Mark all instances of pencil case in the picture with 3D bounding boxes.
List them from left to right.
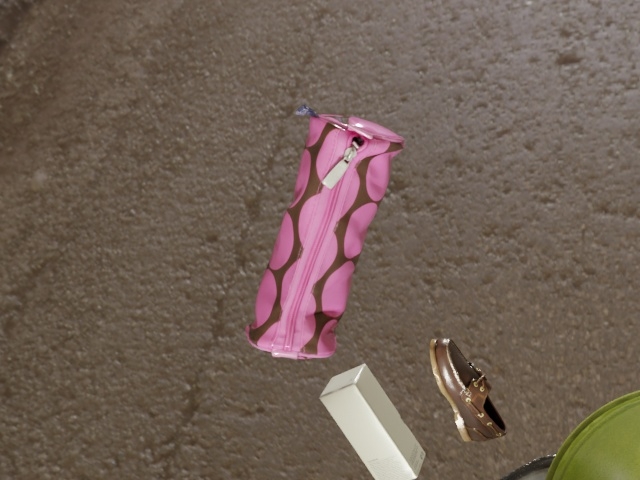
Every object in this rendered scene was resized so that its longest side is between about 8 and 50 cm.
[{"bbox_3d":[0.000,0.000,0.590,0.095,0.209,0.098,14,10,-10],"label":"pencil case"}]

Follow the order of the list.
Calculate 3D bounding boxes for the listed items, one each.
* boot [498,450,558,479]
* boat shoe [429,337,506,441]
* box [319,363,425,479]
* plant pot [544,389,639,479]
[{"bbox_3d":[0.467,0.516,1.338,0.338,0.118,0.223,-25,64,-7],"label":"boot"},{"bbox_3d":[0.234,0.232,1.116,0.073,0.207,0.073,-12,31,29],"label":"boat shoe"},{"bbox_3d":[0.124,0.436,1.666,0.113,0.275,0.094,-27,9,29],"label":"box"},{"bbox_3d":[0.394,0.308,0.661,0.366,0.353,0.367,-4,74,15],"label":"plant pot"}]
